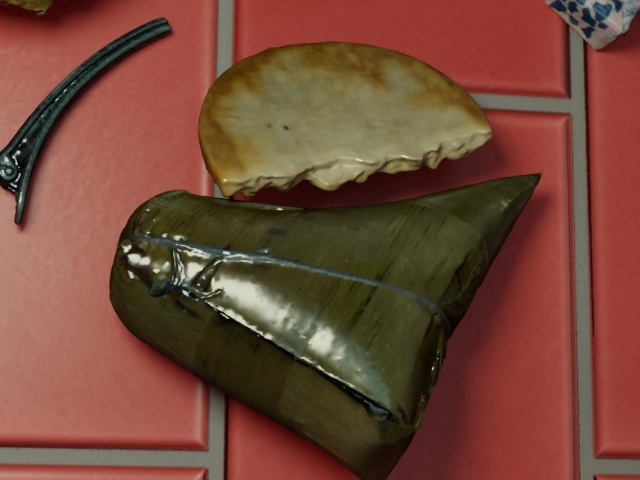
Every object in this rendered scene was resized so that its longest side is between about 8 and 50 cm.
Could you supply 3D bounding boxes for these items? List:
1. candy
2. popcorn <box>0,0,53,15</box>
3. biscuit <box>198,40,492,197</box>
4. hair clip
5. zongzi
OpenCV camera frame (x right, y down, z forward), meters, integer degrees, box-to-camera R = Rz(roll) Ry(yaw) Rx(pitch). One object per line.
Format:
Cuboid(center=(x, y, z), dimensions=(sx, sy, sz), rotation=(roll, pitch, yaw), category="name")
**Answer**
Cuboid(center=(0.341, -0.295, 1.743), dimensions=(0.092, 0.073, 0.160), rotation=(45, 75, -1), category="candy")
Cuboid(center=(-0.322, -0.368, 1.556), dimensions=(0.282, 0.247, 0.282), rotation=(0, 71, 1), category="popcorn")
Cuboid(center=(0.008, -0.133, 1.623), dimensions=(0.308, 0.040, 0.205), rotation=(-12, 48, -21), category="biscuit")
Cuboid(center=(-0.259, -0.145, 1.622), dimensions=(0.083, 0.048, 0.275), rotation=(37, 74, 3), category="hair clip")
Cuboid(center=(0.000, 0.000, 1.591), dimensions=(0.356, 0.174, 0.393), rotation=(29, 63, 4), category="zongzi")
